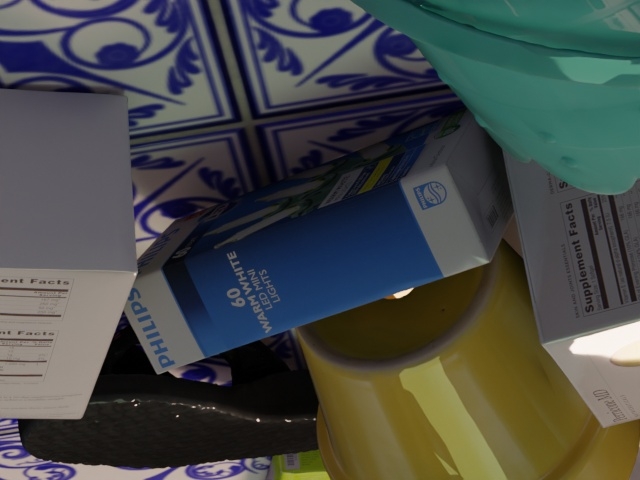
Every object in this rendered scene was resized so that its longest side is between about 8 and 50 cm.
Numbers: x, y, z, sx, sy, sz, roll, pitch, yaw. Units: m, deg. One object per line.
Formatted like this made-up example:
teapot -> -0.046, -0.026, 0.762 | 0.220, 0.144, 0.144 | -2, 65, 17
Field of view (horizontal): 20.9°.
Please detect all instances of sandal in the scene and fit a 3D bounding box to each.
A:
sandal -> -0.101, 0.128, 1.512 | 0.167, 0.107, 0.446 | -26, 161, 31

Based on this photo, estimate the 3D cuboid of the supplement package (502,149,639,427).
supplement package -> 0.281, -0.017, 1.190 | 0.263, 0.198, 0.199 | -15, 153, 15

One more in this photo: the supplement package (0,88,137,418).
supplement package -> -0.212, 0.016, 1.186 | 0.134, 0.139, 0.244 | 2, 153, -16

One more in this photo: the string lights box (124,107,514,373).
string lights box -> 0.000, 0.000, 1.210 | 0.260, 0.076, 0.133 | -20, -165, 23

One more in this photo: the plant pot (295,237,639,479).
plant pot -> 0.097, 0.097, 1.350 | 0.254, 0.254, 0.239 | -16, 137, 15

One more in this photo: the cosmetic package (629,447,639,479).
cosmetic package -> 0.212, 0.318, 1.896 | 0.217, 0.156, 0.385 | -6, 153, -8

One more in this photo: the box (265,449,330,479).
box -> -0.001, 0.256, 1.838 | 0.109, 0.042, 0.178 | -2, 153, -10

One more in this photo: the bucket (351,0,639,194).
bucket -> 0.131, -0.172, 0.773 | 0.281, 0.281, 0.183 | -22, 145, 27
